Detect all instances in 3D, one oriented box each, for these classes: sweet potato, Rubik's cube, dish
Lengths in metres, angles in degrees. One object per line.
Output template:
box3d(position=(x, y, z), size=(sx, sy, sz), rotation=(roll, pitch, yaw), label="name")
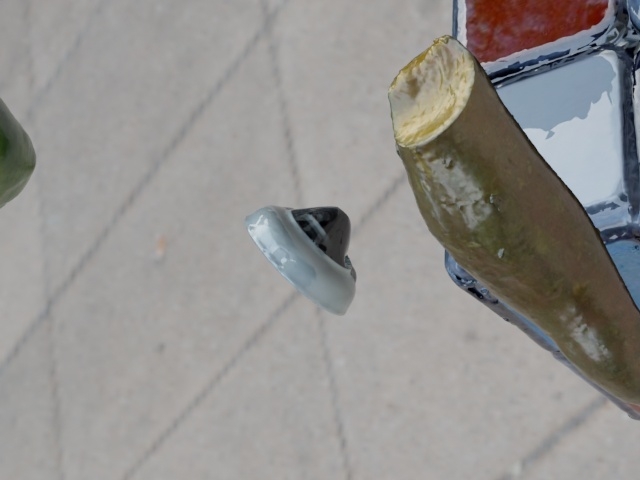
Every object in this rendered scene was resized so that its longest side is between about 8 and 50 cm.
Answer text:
box3d(position=(0.109, 0.004, 0.968), size=(0.077, 0.243, 0.077), rotation=(-31, 19, 12), label="sweet potato")
box3d(position=(0.302, -0.079, 1.379), size=(0.313, 0.318, 0.316), rotation=(-16, 54, 31), label="Rubik's cube")
box3d(position=(0.000, 0.000, 1.828), size=(0.078, 0.141, 0.141), rotation=(-45, 38, 10), label="dish")

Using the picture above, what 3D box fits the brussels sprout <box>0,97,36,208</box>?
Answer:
box3d(position=(-0.307, -0.085, 1.475), size=(0.122, 0.149, 0.151), rotation=(-33, 4, 26), label="brussels sprout")
